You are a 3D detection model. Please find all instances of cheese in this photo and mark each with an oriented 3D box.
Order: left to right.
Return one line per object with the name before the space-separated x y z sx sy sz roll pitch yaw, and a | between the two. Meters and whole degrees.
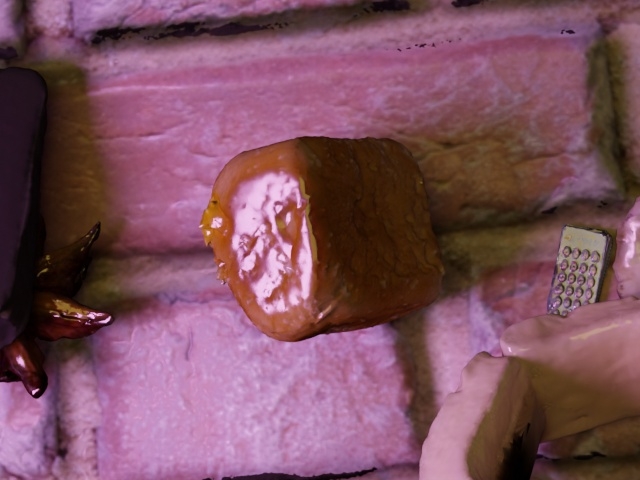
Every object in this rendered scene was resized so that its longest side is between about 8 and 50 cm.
cheese | 0.257 0.203 1.629 0.292 0.153 0.332 1 41 21

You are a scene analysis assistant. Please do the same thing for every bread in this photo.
bread | 0.000 0.000 1.754 0.176 0.246 0.196 -16 83 36

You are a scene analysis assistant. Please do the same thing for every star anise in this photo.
star anise | -0.331 0.082 1.871 0.272 0.102 0.272 -8 57 12

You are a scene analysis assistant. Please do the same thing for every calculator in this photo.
calculator | 0.261 0.070 1.795 0.057 0.018 0.172 11 85 14

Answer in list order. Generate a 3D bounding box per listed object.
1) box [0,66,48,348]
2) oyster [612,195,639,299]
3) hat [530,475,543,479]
box | -0.461 -0.023 1.858 0.359 0.091 0.350 -7 56 11
oyster | 0.463 -0.031 1.727 0.351 0.115 0.238 -45 68 -3
hat | 0.184 0.353 1.739 0.219 0.164 0.226 33 49 31
